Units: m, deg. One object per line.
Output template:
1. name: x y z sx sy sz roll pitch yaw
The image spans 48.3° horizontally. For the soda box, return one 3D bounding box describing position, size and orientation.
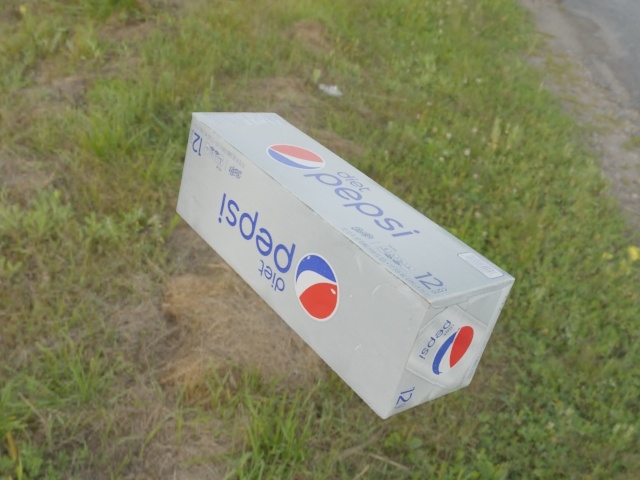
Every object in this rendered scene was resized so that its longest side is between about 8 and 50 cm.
1. soda box: 0.000 0.000 0.547 0.091 0.098 0.286 -9 36 -40
